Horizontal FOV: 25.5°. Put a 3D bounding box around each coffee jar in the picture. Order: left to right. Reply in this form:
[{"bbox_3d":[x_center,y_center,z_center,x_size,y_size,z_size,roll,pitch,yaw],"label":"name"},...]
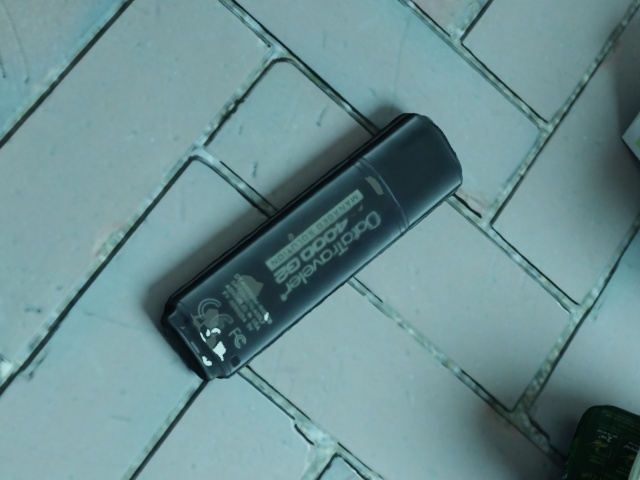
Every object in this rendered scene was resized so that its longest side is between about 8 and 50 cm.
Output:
[{"bbox_3d":[0.214,0.225,1.081,0.096,0.079,0.184,25,67,10],"label":"coffee jar"}]

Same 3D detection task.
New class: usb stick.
[{"bbox_3d":[0.000,0.000,1.067,0.278,0.045,0.077,-39,102,-25],"label":"usb stick"}]

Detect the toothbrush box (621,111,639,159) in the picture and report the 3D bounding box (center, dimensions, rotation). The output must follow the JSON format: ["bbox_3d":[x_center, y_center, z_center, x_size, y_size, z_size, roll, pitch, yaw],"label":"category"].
[{"bbox_3d":[0.439,-0.092,1.202,0.283,0.122,0.206,-26,70,-27],"label":"toothbrush box"}]

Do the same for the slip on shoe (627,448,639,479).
[{"bbox_3d":[0.314,0.208,1.041,0.331,0.101,0.123,28,77,-48],"label":"slip on shoe"}]
